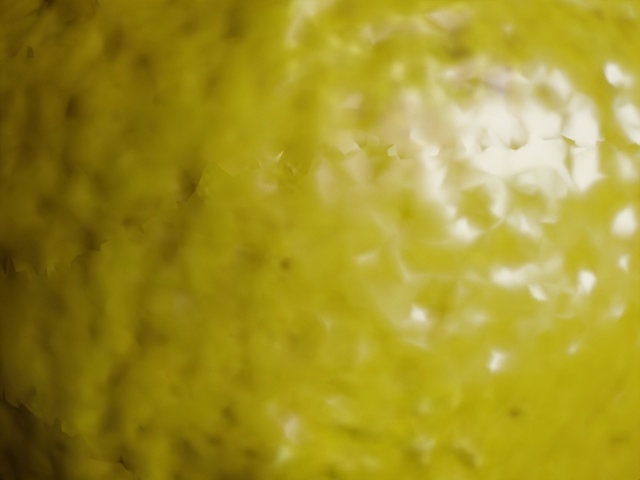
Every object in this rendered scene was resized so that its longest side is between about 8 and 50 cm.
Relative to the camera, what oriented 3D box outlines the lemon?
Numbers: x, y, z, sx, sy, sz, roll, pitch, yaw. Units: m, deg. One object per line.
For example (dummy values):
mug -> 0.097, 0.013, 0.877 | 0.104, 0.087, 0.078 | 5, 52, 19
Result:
lemon -> 0.000, 0.000, 0.673 | 0.387, 0.350, 0.350 | 0, 71, -19
